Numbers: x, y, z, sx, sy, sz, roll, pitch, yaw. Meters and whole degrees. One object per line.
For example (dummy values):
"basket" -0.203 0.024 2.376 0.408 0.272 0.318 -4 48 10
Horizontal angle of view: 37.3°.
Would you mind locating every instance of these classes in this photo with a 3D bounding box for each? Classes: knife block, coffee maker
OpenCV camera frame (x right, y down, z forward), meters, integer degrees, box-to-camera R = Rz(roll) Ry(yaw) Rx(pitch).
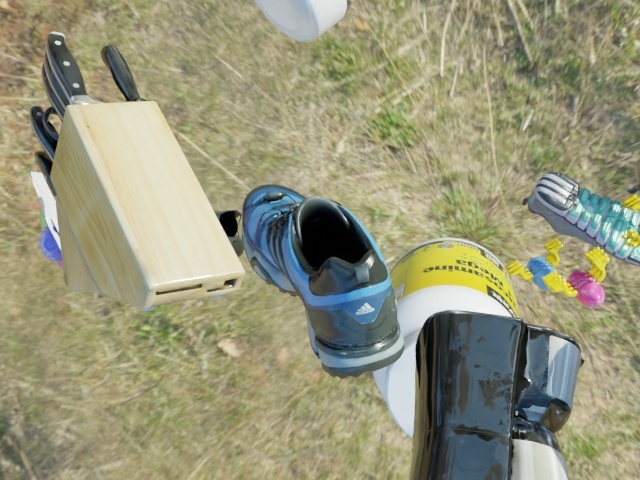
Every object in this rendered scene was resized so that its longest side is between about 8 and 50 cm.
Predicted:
"knife block" -0.179 -0.074 0.849 0.088 0.276 0.242 -10 99 -33
"coffee maker" 0.099 0.143 0.660 0.171 0.120 0.178 20 54 -16

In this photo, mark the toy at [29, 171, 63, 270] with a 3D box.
"toy" -0.299 -0.004 1.148 0.056 0.237 0.136 -24 88 7

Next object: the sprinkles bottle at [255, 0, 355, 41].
"sprinkles bottle" 0.077 -0.370 1.060 0.355 0.121 0.121 -42 83 -17

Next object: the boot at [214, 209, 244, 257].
"boot" -0.158 -0.003 1.536 0.106 0.219 0.082 -4 79 28

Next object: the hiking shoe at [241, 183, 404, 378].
"hiking shoe" 0.000 0.000 0.949 0.113 0.304 0.132 -17 125 -19

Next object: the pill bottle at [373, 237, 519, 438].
"pill bottle" 0.163 0.125 1.209 0.188 0.334 0.187 2 106 7

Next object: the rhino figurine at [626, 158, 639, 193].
"rhino figurine" 0.552 -0.100 1.515 0.106 0.243 0.073 38 82 14

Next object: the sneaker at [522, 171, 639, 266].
"sneaker" 0.436 -0.027 1.532 0.224 0.098 0.083 35 70 2

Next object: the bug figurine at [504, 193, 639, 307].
"bug figurine" 0.402 0.015 1.316 0.279 0.216 0.072 -29 103 10
